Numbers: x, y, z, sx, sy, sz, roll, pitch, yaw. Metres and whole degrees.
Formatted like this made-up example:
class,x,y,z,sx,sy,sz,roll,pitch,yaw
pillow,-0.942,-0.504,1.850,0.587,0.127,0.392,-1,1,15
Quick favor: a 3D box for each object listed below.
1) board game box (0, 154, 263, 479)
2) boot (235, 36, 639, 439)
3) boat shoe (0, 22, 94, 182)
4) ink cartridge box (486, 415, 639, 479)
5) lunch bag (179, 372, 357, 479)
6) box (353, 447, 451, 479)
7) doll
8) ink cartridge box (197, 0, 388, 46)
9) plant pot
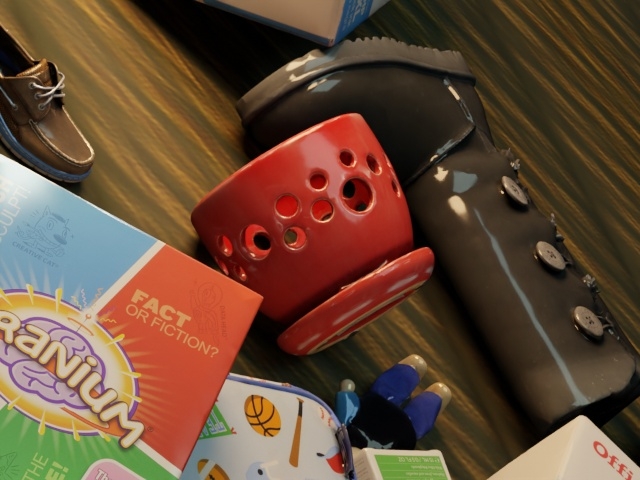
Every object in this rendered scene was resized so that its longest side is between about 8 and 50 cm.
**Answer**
class,x,y,z,sx,sy,sz,roll,pitch,yaw
board game box,-0.207,0.112,1.270,0.242,0.064,0.316,28,50,-6
boot,0.140,0.010,1.840,0.367,0.146,0.445,-10,69,-49
boat shoe,-0.266,-0.131,1.584,0.183,0.066,0.066,45,35,-5
ink cartridge box,0.202,0.334,1.529,0.198,0.197,0.270,44,35,-6
lunch bag,-0.084,0.225,1.402,0.303,0.115,0.243,14,49,-37
box,0.054,0.241,1.542,0.101,0.102,0.087,8,53,-44
doll,0.065,0.179,1.662,0.129,0.046,0.189,49,34,2
ink cartridge box,-0.020,-0.381,1.907,0.285,0.166,0.395,21,32,16
plant pot,0.000,0.000,1.642,0.191,0.191,0.174,-20,76,-53
